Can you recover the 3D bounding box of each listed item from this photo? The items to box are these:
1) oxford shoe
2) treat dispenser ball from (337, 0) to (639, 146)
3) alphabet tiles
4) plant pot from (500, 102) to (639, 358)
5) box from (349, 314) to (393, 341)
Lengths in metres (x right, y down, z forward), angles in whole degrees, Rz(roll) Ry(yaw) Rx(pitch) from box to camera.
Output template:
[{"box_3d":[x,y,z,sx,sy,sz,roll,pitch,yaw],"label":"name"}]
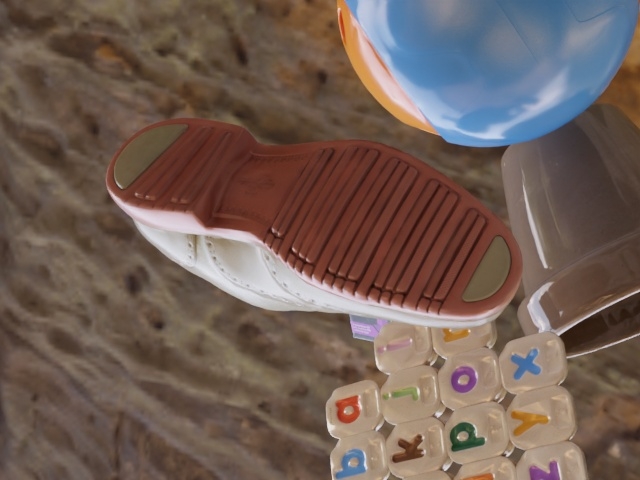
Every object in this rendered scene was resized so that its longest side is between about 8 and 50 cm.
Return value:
[{"box_3d":[0.000,0.000,1.042,0.397,0.146,0.140,20,-119,32],"label":"oxford shoe"},{"box_3d":[0.159,-0.233,1.148,0.288,0.288,0.288,10,-146,-7],"label":"treat dispenser ball"},{"box_3d":[0.132,0.205,1.221,0.021,0.278,0.284,30,-133,-52],"label":"alphabet tiles"},{"box_3d":[0.314,-0.021,1.333,0.263,0.263,0.229,-8,-113,-31],"label":"plant pot"},{"box_3d":[0.078,0.062,1.617,0.029,0.162,0.116,-25,-158,-39],"label":"box"}]
